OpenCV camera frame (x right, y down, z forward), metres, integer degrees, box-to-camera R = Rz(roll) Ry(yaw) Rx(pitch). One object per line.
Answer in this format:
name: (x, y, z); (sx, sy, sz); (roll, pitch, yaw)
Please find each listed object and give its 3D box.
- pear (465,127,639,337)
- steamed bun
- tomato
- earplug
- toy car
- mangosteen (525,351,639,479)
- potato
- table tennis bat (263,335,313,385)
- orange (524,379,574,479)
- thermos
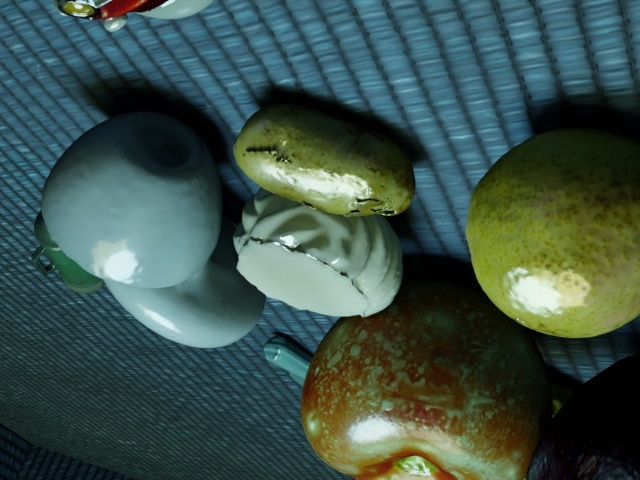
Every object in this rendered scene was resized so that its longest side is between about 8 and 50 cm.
pear: (0.207, -0.009, 1.038); (0.178, 0.178, 0.178); (20, 160, 8)
steamed bun: (0.000, 0.000, 1.342); (0.183, 0.106, 0.183); (19, 154, 9)
tomato: (0.119, 0.160, 1.447); (0.270, 0.222, 0.270); (11, 153, 6)
earplug: (-0.158, -0.011, 1.394); (0.214, 0.175, 0.325); (63, -174, 31)
toy car: (-0.115, -0.207, 0.953); (0.139, 0.112, 0.112); (-10, 158, 42)
mangosteen: (0.414, 0.286, 1.297); (0.435, 0.382, 0.382); (-2, 167, -18)
potato: (0.004, -0.068, 1.201); (0.171, 0.080, 0.107); (24, 148, 2)
table tennis bat: (0.002, 0.202, 1.962); (0.153, 0.040, 0.244); (3, 156, 43)
orange: (0.254, 0.306, 1.674); (0.369, 0.210, 0.271); (29, 137, -33)
thermos: (-0.335, 0.003, 1.750); (0.083, 0.073, 0.187); (-14, 155, -1)
